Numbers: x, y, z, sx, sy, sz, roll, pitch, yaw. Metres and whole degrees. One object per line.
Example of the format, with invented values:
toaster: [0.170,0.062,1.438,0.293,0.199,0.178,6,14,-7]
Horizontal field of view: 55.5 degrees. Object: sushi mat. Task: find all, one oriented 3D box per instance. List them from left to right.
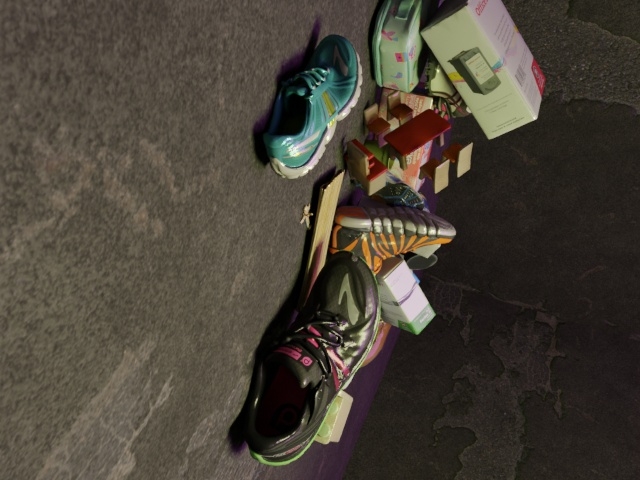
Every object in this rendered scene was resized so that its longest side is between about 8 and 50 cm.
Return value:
sushi mat: [0.000,0.000,1.386,0.151,0.019,0.316,-46,151,-62]

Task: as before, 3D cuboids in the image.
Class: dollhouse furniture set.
dollhouse furniture set: [0.189,-0.231,1.443,0.259,0.262,0.135,-34,149,-16]

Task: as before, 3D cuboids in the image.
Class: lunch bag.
lunch bag: [0.206,-0.516,1.437,0.224,0.108,0.279,65,43,-64]

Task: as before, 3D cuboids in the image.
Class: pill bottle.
pill bottle: [0.270,-0.030,1.776,0.122,0.123,0.219,80,0,-59]

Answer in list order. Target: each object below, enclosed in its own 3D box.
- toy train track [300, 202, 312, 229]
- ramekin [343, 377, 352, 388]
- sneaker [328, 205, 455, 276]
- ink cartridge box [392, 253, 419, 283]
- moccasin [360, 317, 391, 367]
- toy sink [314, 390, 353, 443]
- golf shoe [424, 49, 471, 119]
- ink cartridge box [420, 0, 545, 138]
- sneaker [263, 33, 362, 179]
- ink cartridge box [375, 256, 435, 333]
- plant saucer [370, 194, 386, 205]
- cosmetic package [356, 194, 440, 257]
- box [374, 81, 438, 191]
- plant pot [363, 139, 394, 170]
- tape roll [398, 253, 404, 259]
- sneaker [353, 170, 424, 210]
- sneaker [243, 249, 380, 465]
toy train track: [-0.025,-0.046,1.279,0.083,0.014,0.048,80,30,-60]
ramekin: [0.041,0.228,1.569,0.277,0.135,0.276,17,90,-75]
sneaker: [0.172,0.014,1.538,0.124,0.322,0.179,-105,-158,-63]
ink cartridge box: [0.178,0.108,1.788,0.148,0.086,0.203,-52,120,-20]
moccasin: [0.183,0.264,2.089,0.380,0.139,0.147,-53,141,-23]
toy sink: [-0.022,0.418,1.511,0.234,0.153,0.131,66,43,-69]
golf shoe: [0.331,-0.392,1.510,0.273,0.120,0.105,31,65,-63]
ink cartridge box: [0.389,-0.427,1.420,0.306,0.131,0.226,51,42,-18]
sneaker: [-0.011,-0.230,0.980,0.275,0.107,0.110,-68,155,-22]
ink cartridge box: [0.198,0.139,1.658,0.087,0.153,0.208,-42,118,-19]
plant saucer: [0.180,0.031,1.971,0.333,0.081,0.332,57,52,-71]
cosmetic package: [0.203,-0.037,1.637,0.099,0.239,0.060,119,-6,-65]
box: [0.236,-0.287,1.713,0.154,0.142,0.299,-50,152,-56]
plant pot: [0.154,-0.232,1.598,0.083,0.079,0.083,15,90,-75]
tape roll: [0.261,0.033,1.970,0.219,0.073,0.219,16,90,-76]
sneaker: [0.183,-0.142,1.584,0.080,0.211,0.081,-51,-166,30]
sneaker: [-0.011,0.239,1.270,0.202,0.186,0.482,64,48,-68]
